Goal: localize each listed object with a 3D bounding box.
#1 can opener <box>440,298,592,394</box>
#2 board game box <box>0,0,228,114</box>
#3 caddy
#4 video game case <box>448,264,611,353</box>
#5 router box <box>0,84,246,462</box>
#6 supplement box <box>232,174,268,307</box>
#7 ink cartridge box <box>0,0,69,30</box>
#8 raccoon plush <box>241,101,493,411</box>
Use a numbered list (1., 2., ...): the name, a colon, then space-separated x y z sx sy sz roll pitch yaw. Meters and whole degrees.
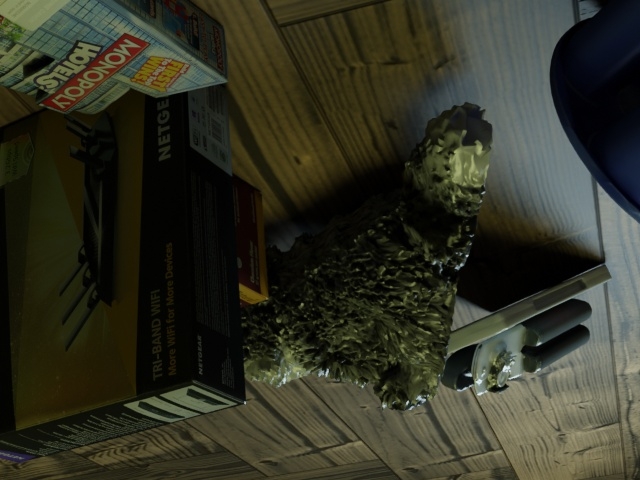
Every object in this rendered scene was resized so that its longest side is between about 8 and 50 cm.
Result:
1. can opener: 0.273 0.136 1.472 0.093 0.074 0.280 17 -157 42
2. board game box: -0.182 -0.159 0.878 0.194 0.060 0.194 19 145 -39
3. caddy: 0.352 -0.101 0.909 0.341 0.241 0.179 9 146 -27
4. video game case: 0.232 0.104 1.415 0.204 0.025 0.285 -30 171 40
5. router box: -0.194 0.017 0.954 0.243 0.308 0.081 -19 151 23
6. supplement box: -0.188 0.001 1.129 0.194 0.129 0.191 -18 151 25
7. ink cartridge box: -0.220 -0.230 0.707 0.145 0.045 0.179 -27 137 36
8. raccoon plush: 0.000 0.000 1.190 0.299 0.216 0.446 7 128 0
